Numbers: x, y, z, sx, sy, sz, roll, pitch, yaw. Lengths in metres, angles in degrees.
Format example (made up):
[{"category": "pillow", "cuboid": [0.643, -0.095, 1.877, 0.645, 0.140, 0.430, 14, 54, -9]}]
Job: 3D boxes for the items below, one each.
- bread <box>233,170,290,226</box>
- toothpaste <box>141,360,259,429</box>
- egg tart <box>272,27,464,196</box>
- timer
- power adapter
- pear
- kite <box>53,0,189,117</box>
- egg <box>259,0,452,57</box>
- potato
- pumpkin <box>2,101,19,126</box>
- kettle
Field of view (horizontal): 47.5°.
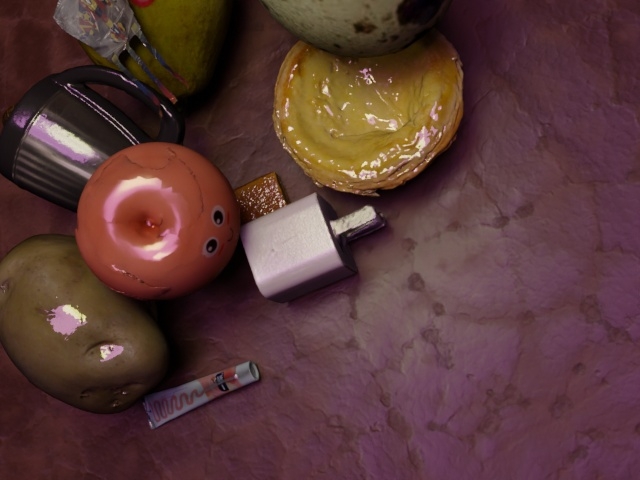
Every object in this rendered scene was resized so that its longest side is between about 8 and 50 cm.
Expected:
[{"category": "bread", "cuboid": [-0.100, -0.056, 1.202, 0.094, 0.035, 0.090, -25, 74, 10]}, {"category": "toothpaste", "cuboid": [-0.196, 0.245, 1.175, 0.205, 0.036, 0.056, -24, 76, 14]}, {"category": "egg tart", "cuboid": [0.077, -0.214, 1.140, 0.315, 0.120, 0.314, -3, 77, 14]}, {"category": "timer", "cuboid": [-0.230, -0.026, 1.045, 0.230, 0.215, 0.229, 0, 91, 2]}, {"category": "power adapter", "cuboid": [0.000, 0.000, 1.115, 0.205, 0.130, 0.125, -23, 74, 9]}, {"category": "pear", "cuboid": [-0.276, -0.383, 1.200, 0.287, 0.287, 0.375, -7, 108, 14]}, {"category": "kite", "cuboid": [-0.295, -0.298, 1.082, 0.245, 0.015, 0.141, 49, 126, -2]}, {"category": "egg", "cuboid": [0.027, -0.421, 1.000, 0.288, 0.287, 0.379, -35, 65, 7]}, {"category": "potato", "cuboid": [-0.380, 0.122, 1.137, 0.221, 0.243, 0.326, -44, 73, 8]}, {"category": "pumpkin", "cuboid": [-0.572, -0.236, 1.372, 0.083, 0.028, 0.050, -26, 76, 14]}, {"category": "kettle", "cuboid": [-0.351, -0.142, 1.213, 0.271, 0.207, 0.250, 32, 87, 2]}]
